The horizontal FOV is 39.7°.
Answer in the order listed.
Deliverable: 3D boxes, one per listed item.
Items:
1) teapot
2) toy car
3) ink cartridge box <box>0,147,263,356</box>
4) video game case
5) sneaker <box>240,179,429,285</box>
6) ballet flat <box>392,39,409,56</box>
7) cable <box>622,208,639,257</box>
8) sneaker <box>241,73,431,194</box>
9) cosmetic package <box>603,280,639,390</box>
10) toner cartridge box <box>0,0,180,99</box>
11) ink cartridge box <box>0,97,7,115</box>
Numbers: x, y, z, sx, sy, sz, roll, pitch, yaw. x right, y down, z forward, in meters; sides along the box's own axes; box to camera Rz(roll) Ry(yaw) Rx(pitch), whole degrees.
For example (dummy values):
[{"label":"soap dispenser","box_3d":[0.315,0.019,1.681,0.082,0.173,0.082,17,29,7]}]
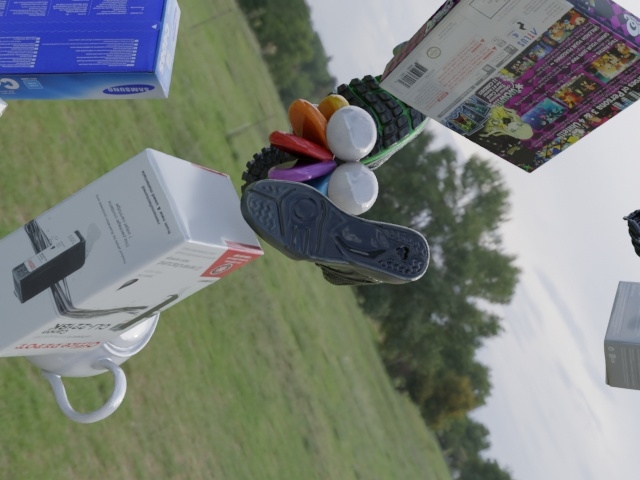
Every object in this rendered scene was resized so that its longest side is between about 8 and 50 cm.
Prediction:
[{"label":"teapot","box_3d":[-0.325,0.095,1.316,0.252,0.187,0.255,-43,131,-52]},{"label":"toy car","box_3d":[-0.009,-0.111,1.239,0.159,0.136,0.181,14,-72,58]},{"label":"ink cartridge box","box_3d":[-0.233,0.024,1.002,0.114,0.273,0.197,65,16,13]},{"label":"video game case","box_3d":[0.205,-0.176,0.908,0.232,0.210,0.041,-41,-154,56]},{"label":"sneaker","box_3d":[0.000,0.000,1.038,0.130,0.228,0.087,-23,-127,63]},{"label":"ballet flat","box_3d":[0.220,-0.372,1.758,0.070,0.188,0.070,11,75,-49]},{"label":"cable","box_3d":[0.652,-0.008,1.616,0.047,0.185,0.150,102,-26,-44]},{"label":"sneaker","box_3d":[0.037,-0.149,1.430,0.146,0.344,0.134,11,56,-56]},{"label":"cosmetic package","box_3d":[0.510,0.135,1.183,0.127,0.238,0.107,-57,143,-40]},{"label":"toner cartridge box","box_3d":[-0.397,-0.299,1.337,0.075,0.348,0.165,76,17,-66]},{"label":"ink cartridge box","box_3d":[-0.577,-0.223,1.030,0.272,0.130,0.309,38,5,23]}]
